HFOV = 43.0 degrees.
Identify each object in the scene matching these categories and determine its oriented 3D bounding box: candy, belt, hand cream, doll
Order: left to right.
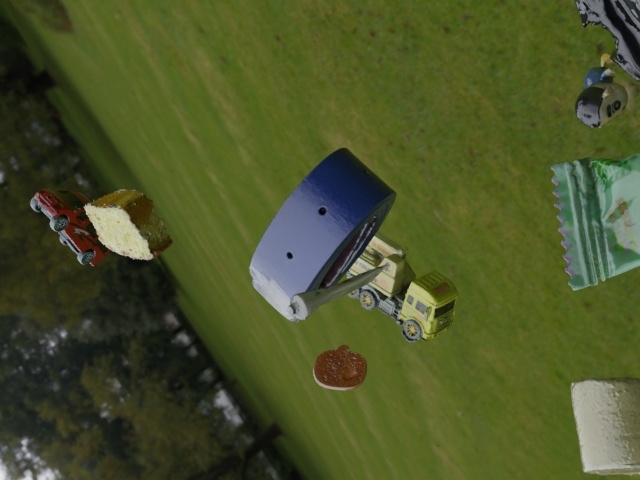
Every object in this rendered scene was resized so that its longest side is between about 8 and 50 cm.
[{"bbox_3d":[0.000,0.000,1.311,0.117,0.212,0.347,42,149,8],"label":"belt"},{"bbox_3d":[0.022,0.069,1.111,0.037,0.165,0.057,57,141,15],"label":"hand cream"},{"bbox_3d":[0.519,-0.268,1.487,0.088,0.179,0.102,15,146,23],"label":"doll"},{"bbox_3d":[0.606,-0.075,1.403,0.172,0.397,0.263,52,-149,-48],"label":"candy"}]

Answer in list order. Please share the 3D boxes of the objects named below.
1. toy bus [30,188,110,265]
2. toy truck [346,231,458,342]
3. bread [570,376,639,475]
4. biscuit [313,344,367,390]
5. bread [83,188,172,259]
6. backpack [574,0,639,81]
[{"bbox_3d":[-0.461,-0.035,1.535,0.081,0.089,0.195,39,163,28],"label":"toy bus"},{"bbox_3d":[0.183,0.096,1.849,0.272,0.124,0.157,35,128,31],"label":"toy truck"},{"bbox_3d":[0.462,0.280,1.233,0.134,0.148,0.141,-30,57,49],"label":"bread"},{"bbox_3d":[0.034,0.213,1.366,0.091,0.078,0.015,7,154,13],"label":"biscuit"},{"bbox_3d":[-0.301,-0.025,1.278,0.187,0.065,0.103,6,122,56],"label":"bread"},{"bbox_3d":[0.536,-0.401,1.027,0.363,0.445,0.255,51,-169,-13],"label":"backpack"}]
